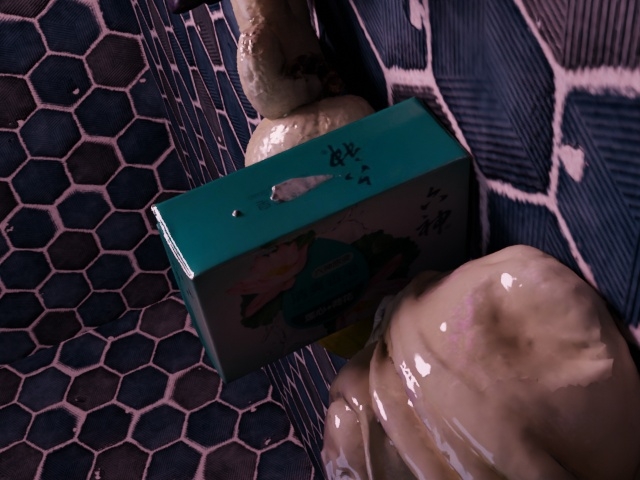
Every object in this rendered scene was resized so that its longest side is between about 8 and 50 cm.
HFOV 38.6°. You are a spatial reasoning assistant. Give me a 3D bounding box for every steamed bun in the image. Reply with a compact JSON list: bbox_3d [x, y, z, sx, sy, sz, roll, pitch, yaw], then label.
[{"bbox_3d":[0.107,0.155,0.679,0.280,0.207,0.268,140,107,-76],"label":"steamed bun"}]

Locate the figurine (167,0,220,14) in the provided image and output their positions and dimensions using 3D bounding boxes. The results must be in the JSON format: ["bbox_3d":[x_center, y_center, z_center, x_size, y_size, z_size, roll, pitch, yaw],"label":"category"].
[{"bbox_3d":[-0.204,-0.426,1.042,0.204,0.185,0.332,1,113,39],"label":"figurine"}]

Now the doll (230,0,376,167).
[{"bbox_3d":[-0.019,-0.164,0.886,0.149,0.175,0.278,-8,101,48],"label":"doll"}]

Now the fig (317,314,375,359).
[{"bbox_3d":[0.065,0.068,1.022,0.127,0.185,0.133,-64,29,21],"label":"fig"}]

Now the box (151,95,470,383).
[{"bbox_3d":[0.000,0.000,0.766,0.092,0.245,0.153,57,165,38],"label":"box"}]
